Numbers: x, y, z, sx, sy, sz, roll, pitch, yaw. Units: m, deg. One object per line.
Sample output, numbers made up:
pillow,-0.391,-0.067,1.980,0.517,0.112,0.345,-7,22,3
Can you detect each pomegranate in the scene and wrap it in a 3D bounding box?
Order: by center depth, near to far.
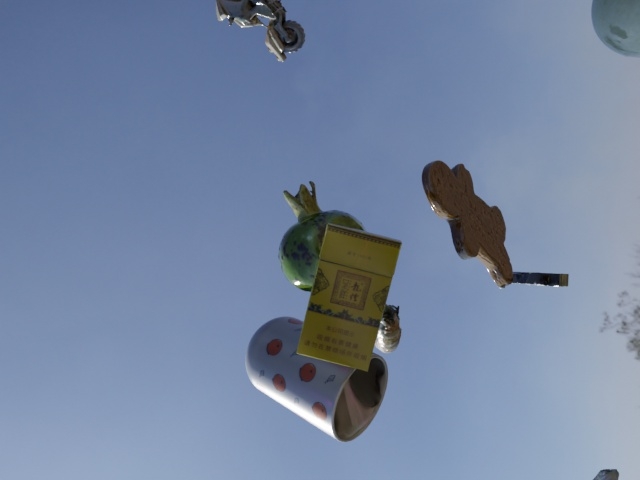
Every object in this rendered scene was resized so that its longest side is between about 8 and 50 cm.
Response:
pomegranate,0.000,0.000,1.244,0.211,0.211,0.263,-13,-99,-55

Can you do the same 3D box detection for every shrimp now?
shrimp,0.158,0.222,1.575,0.068,0.287,0.185,-17,-68,-10

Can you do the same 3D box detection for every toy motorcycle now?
toy motorcycle,-0.144,-0.498,1.252,0.229,0.129,0.094,44,-153,-15

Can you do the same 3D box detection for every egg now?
egg,0.519,-0.369,0.798,0.186,0.253,0.187,19,-121,-35

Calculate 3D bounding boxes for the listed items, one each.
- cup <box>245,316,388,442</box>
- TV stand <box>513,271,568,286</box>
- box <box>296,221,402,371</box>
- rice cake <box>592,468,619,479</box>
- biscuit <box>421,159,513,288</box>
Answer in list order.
cup,-0.025,0.320,1.362,0.212,0.317,0.212,-26,-56,-44
TV stand,0.601,0.108,1.579,0.042,0.249,0.036,2,-92,-19
box,0.055,0.115,1.127,0.041,0.153,0.279,-67,-9,-78
rice cake,0.490,0.506,1.053,0.208,0.033,0.033,-61,-1,18
biscuit,0.378,-0.064,1.471,0.432,0.064,0.283,32,-130,-39
